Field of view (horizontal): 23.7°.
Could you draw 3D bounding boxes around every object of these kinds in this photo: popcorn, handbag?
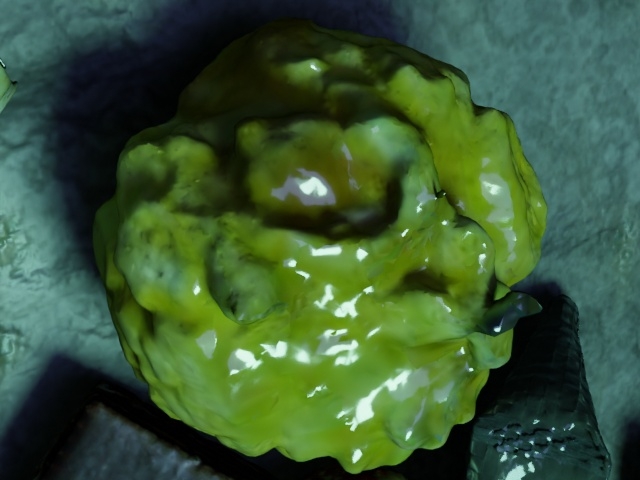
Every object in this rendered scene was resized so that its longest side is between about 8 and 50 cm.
[{"bbox_3d":[0.004,0.008,0.836,0.249,0.225,0.249,-16,127,-23],"label":"popcorn"},{"bbox_3d":[0.135,0.183,1.031,0.089,0.175,0.270,13,107,7],"label":"handbag"}]

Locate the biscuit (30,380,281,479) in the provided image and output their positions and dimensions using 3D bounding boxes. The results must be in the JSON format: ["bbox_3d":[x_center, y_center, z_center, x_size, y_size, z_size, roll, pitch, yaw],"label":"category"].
[{"bbox_3d":[-0.055,0.188,0.904,0.252,0.070,0.106,30,92,-6],"label":"biscuit"}]

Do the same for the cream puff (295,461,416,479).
[{"bbox_3d":[0.014,0.208,1.009,0.149,0.084,0.149,-15,119,-29],"label":"cream puff"}]

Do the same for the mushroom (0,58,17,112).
[{"bbox_3d":[-0.291,-0.013,0.744,0.312,0.081,0.100,-37,130,-13],"label":"mushroom"}]
